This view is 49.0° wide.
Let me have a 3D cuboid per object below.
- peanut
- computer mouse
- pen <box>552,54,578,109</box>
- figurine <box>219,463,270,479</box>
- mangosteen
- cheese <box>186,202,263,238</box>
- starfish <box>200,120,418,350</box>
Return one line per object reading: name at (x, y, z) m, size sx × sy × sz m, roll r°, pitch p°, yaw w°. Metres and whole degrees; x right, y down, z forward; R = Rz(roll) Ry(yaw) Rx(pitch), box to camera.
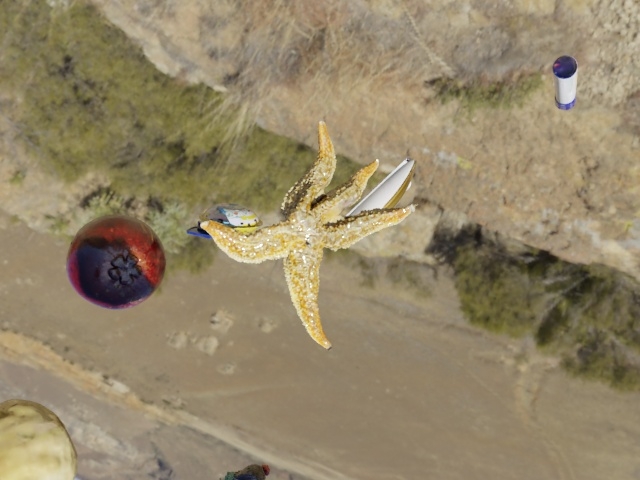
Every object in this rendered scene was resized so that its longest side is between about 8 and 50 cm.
peanut at (-0.273, 0.231, 0.554) m, size 0.129 × 0.224 × 0.129 m, roll 23°, pitch -172°, yaw -3°
computer mouse at (0.109, -0.067, 1.400) m, size 0.056 × 0.245 × 0.126 m, roll 45°, pitch 171°, yaw 5°
pen at (0.338, -0.215, 0.969) m, size 0.033 × 0.033 × 0.269 m, roll 18°, pitch -173°, yaw 18°
figurine at (-0.154, 0.475, 1.398) m, size 0.106 × 0.047 × 0.060 m, roll -21°, pitch 176°, yaw 22°
mangosteen at (-0.464, 0.040, 1.579) m, size 0.215 × 0.215 × 0.257 m, roll 38°, pitch 174°, yaw -29°
cheese at (-0.221, -0.041, 1.624) m, size 0.157 × 0.064 × 0.250 m, roll 10°, pitch -163°, yaw 14°
starfish at (0.014, -0.023, 1.122) m, size 0.301 × 0.293 × 0.084 m, roll 46°, pitch 169°, yaw -14°
